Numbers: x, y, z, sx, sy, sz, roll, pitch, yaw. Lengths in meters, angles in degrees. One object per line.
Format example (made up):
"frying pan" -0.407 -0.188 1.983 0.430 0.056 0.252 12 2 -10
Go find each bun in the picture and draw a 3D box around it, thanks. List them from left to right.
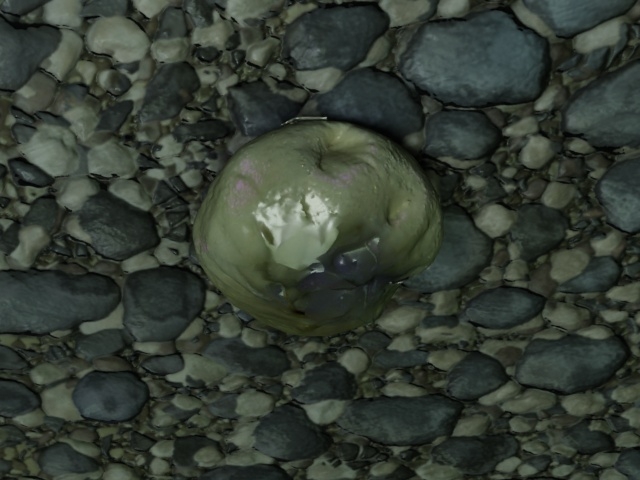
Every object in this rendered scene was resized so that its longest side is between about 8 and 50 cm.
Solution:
"bun" -0.005 0.001 1.954 0.273 0.168 0.273 -7 139 -6

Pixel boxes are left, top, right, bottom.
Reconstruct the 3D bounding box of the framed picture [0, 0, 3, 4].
"framed picture" -0.378 -0.272 1.760 0.189 0.023 0.260 29 122 -28
